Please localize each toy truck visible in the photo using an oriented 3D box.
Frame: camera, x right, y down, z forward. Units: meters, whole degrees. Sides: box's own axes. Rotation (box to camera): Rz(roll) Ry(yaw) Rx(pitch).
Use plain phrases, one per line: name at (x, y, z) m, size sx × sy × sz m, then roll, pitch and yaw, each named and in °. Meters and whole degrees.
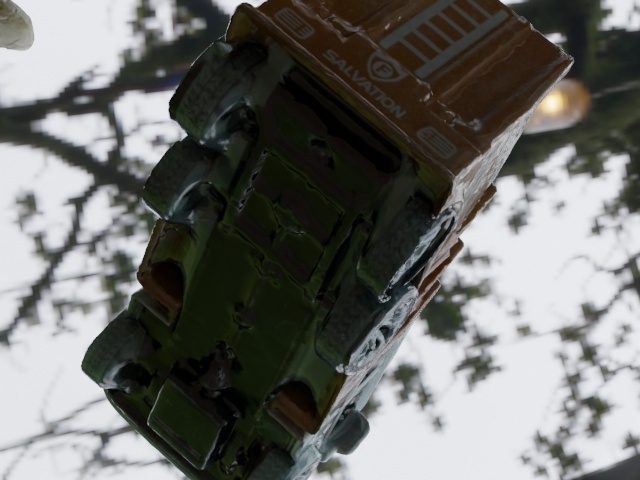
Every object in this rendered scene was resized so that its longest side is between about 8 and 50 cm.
toy truck at (0.000, 0.000, 0.911) m, size 0.136 × 0.162 × 0.305 m, roll 41°, pitch -41°, yaw 13°

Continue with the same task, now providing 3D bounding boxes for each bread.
bread at (-0.327, -0.195, 1.487) m, size 0.073 × 0.214 × 0.053 m, roll 16°, pitch -83°, yaw 48°
